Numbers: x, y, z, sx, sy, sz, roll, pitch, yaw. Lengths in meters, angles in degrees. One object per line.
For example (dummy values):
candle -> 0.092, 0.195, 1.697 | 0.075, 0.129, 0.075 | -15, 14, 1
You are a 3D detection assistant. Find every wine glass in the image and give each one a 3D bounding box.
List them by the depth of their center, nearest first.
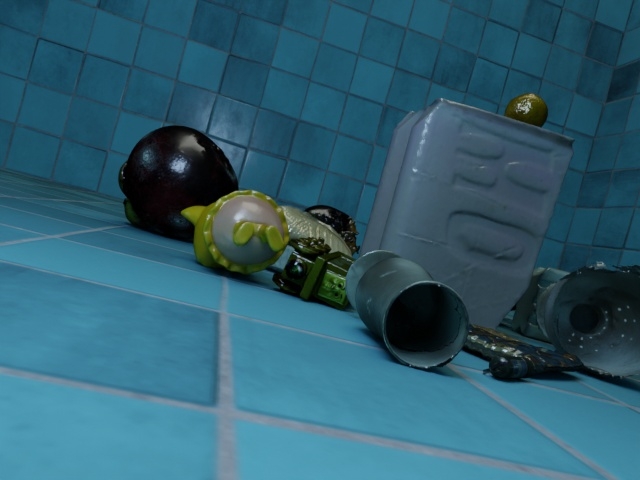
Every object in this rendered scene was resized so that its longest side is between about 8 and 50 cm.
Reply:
wine glass -> 0.094, 0.073, 0.588 | 0.103, 0.103, 0.231 | 15, 5, -6
wine glass -> 0.500, 0.142, 0.897 | 0.191, 0.190, 0.357 | 16, -4, 21

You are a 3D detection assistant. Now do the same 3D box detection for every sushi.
sushi -> 0.005, 0.005, 1.414 | 0.200, 0.213, 0.204 | 38, 14, -2

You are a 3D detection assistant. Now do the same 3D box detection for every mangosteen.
mangosteen -> -0.359, -0.133, 1.227 | 0.300, 0.300, 0.300 | 15, 0, 0

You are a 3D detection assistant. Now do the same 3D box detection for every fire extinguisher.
fire extinguisher -> 0.210, 0.145, 0.558 | 0.083, 0.025, 0.038 | 15, -37, -44

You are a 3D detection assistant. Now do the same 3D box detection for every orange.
orange -> 0.436, -0.266, 1.040 | 0.085, 0.085, 0.095 | 16, -8, 35

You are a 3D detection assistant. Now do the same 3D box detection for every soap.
soap -> 0.291, -0.044, 1.039 | 0.350, 0.435, 0.213 | 18, 0, -10
soap -> 0.632, 0.177, 1.178 | 0.290, 0.172, 0.095 | 15, 0, 2

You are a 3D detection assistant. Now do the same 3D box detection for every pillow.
pillow -> 0.243, 0.150, 0.743 | 0.189, 0.034, 0.256 | 17, -3, -44

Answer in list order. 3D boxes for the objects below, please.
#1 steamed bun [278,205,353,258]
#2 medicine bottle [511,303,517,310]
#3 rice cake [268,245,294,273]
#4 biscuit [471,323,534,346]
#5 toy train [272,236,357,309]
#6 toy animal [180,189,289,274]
steamed bun -> -0.018, 0.009, 1.145 | 0.212, 0.110, 0.231 | 30, -17, 10
medicine bottle -> 0.338, 0.066, 1.322 | 0.395, 0.242, 0.242 | 8, 2, -8
rice cake -> -0.046, 0.049, 1.024 | 0.206, 0.063, 0.069 | 15, -7, 42
biscuit -> 0.322, 0.174, 0.874 | 0.071, 0.018, 0.147 | 16, 1, -17
toy train -> 0.011, 0.056, 0.826 | 0.137, 0.090, 0.225 | 27, 7, 9
toy animal -> -0.136, -0.015, 0.813 | 0.156, 0.156, 0.230 | 15, -2, -29
